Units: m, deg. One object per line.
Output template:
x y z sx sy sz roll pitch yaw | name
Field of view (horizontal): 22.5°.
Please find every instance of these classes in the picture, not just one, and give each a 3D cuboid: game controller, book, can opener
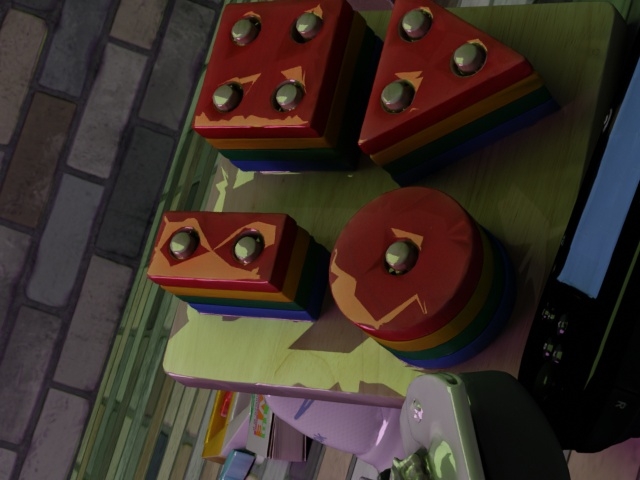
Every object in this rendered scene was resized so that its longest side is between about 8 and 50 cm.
0.166 -0.054 0.784 0.166 0.067 0.319 -144 74 -77 | game controller
-0.039 0.145 1.447 0.144 0.035 0.096 159 116 -78 | book
0.082 0.185 0.671 0.074 0.093 0.280 129 136 -64 | can opener

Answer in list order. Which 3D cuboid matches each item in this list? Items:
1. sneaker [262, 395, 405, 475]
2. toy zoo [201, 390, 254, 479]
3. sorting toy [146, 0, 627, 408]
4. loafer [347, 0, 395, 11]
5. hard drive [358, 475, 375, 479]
0.056 0.006 1.039 0.111 0.129 0.297 -143 73 -81 | sneaker
-0.063 0.112 1.646 0.192 0.030 0.293 133 153 -63 | toy zoo
0.028 -0.038 0.961 0.255 0.089 0.257 2 68 31 | sorting toy
0.021 -0.169 1.557 0.268 0.102 0.092 109 171 -55 | loafer
0.014 0.314 0.971 0.210 0.040 0.318 180 108 -78 | hard drive
